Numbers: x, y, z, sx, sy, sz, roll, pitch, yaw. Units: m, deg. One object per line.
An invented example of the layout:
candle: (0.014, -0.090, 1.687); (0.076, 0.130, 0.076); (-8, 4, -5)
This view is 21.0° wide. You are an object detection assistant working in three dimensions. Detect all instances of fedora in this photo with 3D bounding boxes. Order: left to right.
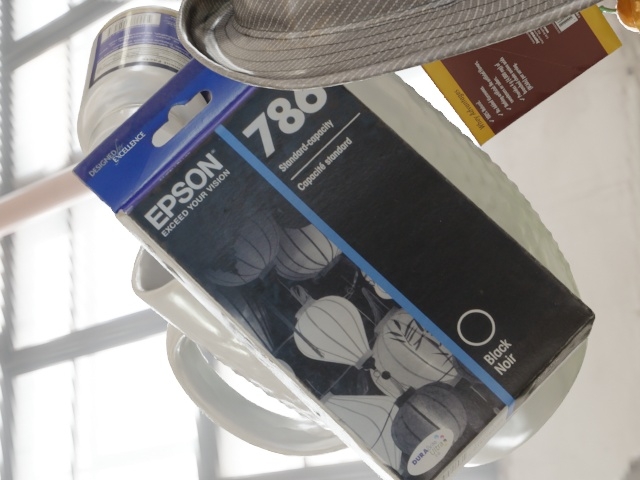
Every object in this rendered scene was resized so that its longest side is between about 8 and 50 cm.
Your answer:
fedora: (0.035, -0.177, 0.794); (0.275, 0.244, 0.124); (-81, -26, -67)

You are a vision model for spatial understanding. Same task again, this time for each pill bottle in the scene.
pill bottle: (-0.143, -0.107, 1.427); (0.112, 0.112, 0.186); (40, -156, -24)

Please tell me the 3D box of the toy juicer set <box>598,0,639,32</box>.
toy juicer set: (0.326, -0.324, 1.856); (0.089, 0.329, 0.209); (-31, -107, -9)

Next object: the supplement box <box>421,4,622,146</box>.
supplement box: (0.192, -0.250, 1.921); (0.194, 0.129, 0.191); (-35, -60, 8)

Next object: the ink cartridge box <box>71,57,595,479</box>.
ink cartridge box: (0.000, 0.000, 1.113); (0.333, 0.065, 0.165); (42, -100, 15)

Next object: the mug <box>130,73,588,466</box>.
mug: (0.022, 0.056, 1.480); (0.328, 0.374, 0.276); (38, -144, -17)
